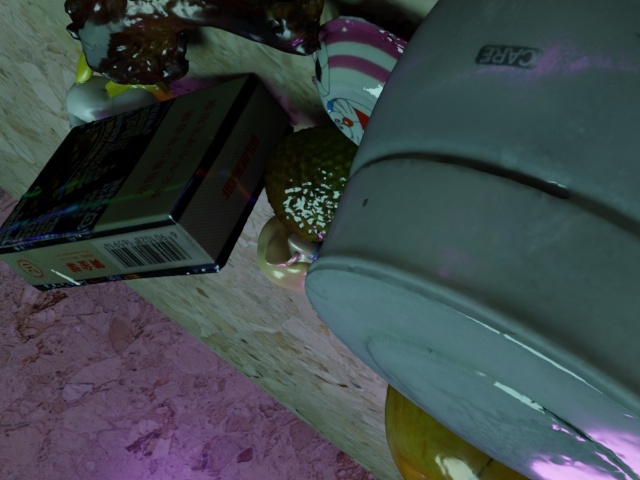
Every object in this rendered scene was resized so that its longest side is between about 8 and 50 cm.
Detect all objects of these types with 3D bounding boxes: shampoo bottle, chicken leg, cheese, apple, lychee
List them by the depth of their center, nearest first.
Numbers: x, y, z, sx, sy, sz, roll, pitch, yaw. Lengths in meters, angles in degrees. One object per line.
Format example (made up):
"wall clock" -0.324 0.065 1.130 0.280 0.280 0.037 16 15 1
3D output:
"shampoo bottle" 0.150 -0.012 0.422 0.273 0.266 0.273 31 162 11
"cheese" 0.073 -0.110 0.653 0.155 0.062 0.244 48 158 -28
"chicken leg" -0.148 -0.203 0.781 0.158 0.096 0.407 44 160 -32
"lychee" 0.001 -0.056 0.841 0.114 0.114 0.146 42 147 -19
"apple" 0.200 0.186 0.889 0.286 0.233 0.286 34 162 12

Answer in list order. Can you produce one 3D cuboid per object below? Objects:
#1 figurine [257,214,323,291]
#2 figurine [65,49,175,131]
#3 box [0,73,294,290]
"figurine" 0.000 0.000 1.005 0.108 0.114 0.196 41 154 -13
"figurine" -0.237 -0.161 1.073 0.178 0.109 0.129 24 137 25
"box" -0.197 -0.055 0.931 0.310 0.198 0.084 -7 137 39
